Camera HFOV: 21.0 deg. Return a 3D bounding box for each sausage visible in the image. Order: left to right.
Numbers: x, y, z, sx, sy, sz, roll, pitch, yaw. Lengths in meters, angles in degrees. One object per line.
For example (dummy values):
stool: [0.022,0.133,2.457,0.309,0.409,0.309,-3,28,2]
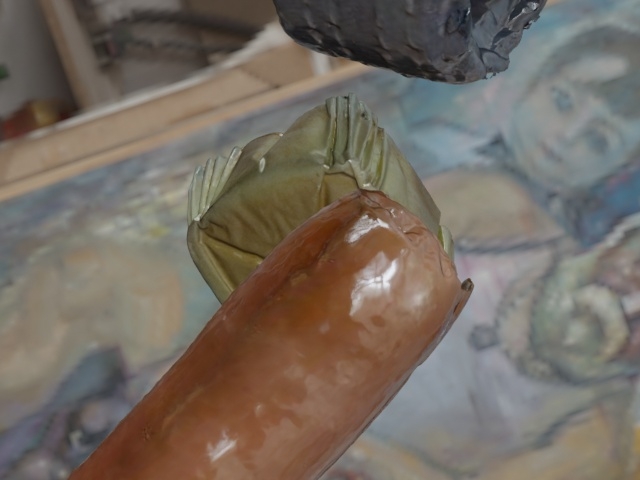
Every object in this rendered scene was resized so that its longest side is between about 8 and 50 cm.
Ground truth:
sausage: [-0.092,0.149,0.780,0.094,0.419,0.094,40,-3,18]

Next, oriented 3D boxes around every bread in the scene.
bread: [0.001,0.001,1.443,0.210,0.192,0.110,54,28,-21]

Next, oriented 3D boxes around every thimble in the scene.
thimble: [0.079,-0.229,1.279,0.236,0.172,0.205,-42,144,-53]
